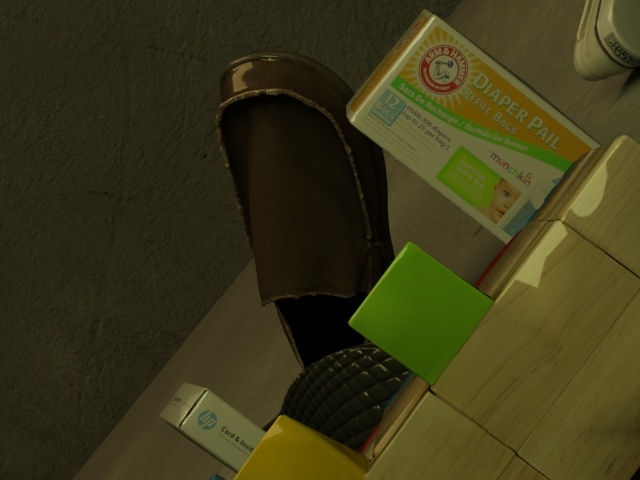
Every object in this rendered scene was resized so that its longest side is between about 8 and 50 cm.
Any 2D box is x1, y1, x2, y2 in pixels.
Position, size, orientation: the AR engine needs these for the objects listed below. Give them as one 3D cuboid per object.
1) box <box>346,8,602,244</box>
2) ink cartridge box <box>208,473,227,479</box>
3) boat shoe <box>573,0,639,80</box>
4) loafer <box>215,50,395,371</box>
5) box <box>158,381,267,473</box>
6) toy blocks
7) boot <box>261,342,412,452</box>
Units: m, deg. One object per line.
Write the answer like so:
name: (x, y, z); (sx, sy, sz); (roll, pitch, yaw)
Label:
box: (0.133, -0.088, 1.053); (0.114, 0.203, 0.103); (-52, 8, 11)
ink cartridge box: (-0.123, 0.319, 1.365); (0.088, 0.052, 0.122); (-53, 9, 9)
boat shoe: (0.309, -0.258, 1.198); (0.088, 0.096, 0.267); (-32, 31, 59)
loafer: (0.000, 0.000, 1.152); (0.134, 0.366, 0.130); (-9, 33, 20)
box: (-0.031, 0.175, 0.944); (0.038, 0.186, 0.145); (-55, 7, -11)
toy blocks: (0.098, 0.095, 0.693); (0.381, 0.191, 0.261); (-54, -3, 3)
boot: (0.038, 0.126, 1.070); (0.161, 0.083, 0.246); (-30, -8, -44)
